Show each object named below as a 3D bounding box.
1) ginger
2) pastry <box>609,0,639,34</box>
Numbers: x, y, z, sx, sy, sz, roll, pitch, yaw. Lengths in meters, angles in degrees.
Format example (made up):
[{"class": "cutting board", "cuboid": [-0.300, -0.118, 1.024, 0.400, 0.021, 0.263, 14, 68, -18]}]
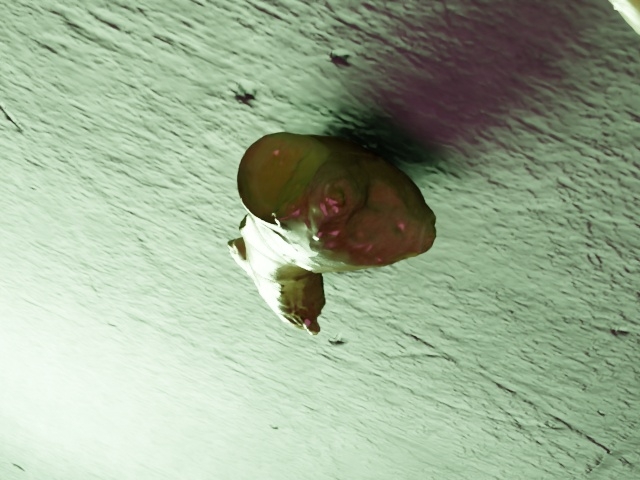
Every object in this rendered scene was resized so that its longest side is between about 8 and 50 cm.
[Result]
[{"class": "ginger", "cuboid": [0.000, 0.000, 1.211, 0.131, 0.086, 0.294, 15, 162, -2]}, {"class": "pastry", "cuboid": [0.213, -0.143, 0.701, 0.265, 0.133, 0.265, 20, 154, 10]}]
